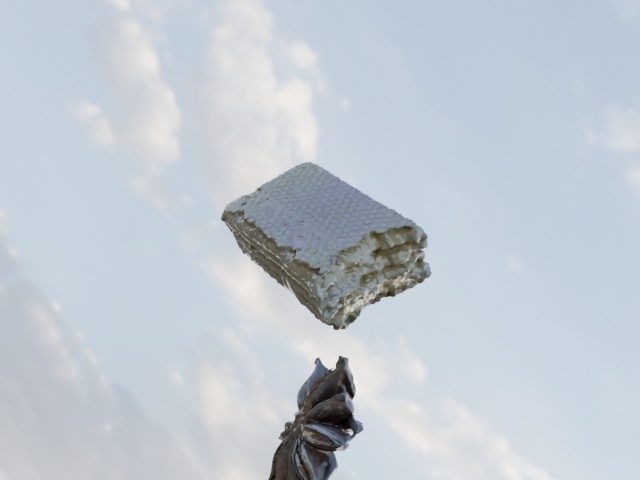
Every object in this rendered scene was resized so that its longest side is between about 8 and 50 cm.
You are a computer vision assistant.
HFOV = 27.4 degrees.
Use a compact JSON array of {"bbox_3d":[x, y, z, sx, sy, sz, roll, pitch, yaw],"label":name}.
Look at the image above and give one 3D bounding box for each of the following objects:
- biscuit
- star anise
[{"bbox_3d":[0.000,0.000,1.151,0.239,0.108,0.062,36,-30,60],"label":"biscuit"},{"bbox_3d":[-0.006,0.226,1.564,0.065,0.195,0.182,21,-37,-22],"label":"star anise"}]
